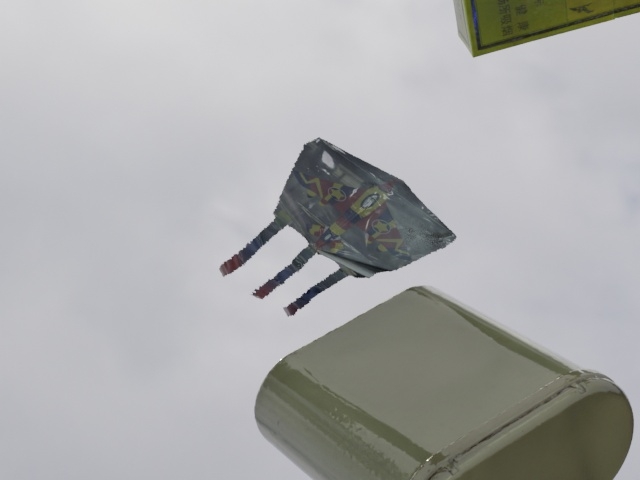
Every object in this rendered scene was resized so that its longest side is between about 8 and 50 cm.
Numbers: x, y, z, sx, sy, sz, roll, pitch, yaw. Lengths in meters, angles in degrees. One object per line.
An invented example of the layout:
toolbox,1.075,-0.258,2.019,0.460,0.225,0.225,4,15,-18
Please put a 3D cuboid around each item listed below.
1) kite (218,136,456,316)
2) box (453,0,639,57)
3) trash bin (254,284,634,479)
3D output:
kite,-0.001,0.001,1.458,0.141,0.245,0.015,38,-127,-10
box,0.239,-0.282,1.782,0.220,0.141,0.064,-15,-147,-3
trash bin,0.102,0.154,1.533,0.243,0.121,0.247,-27,-144,-24
